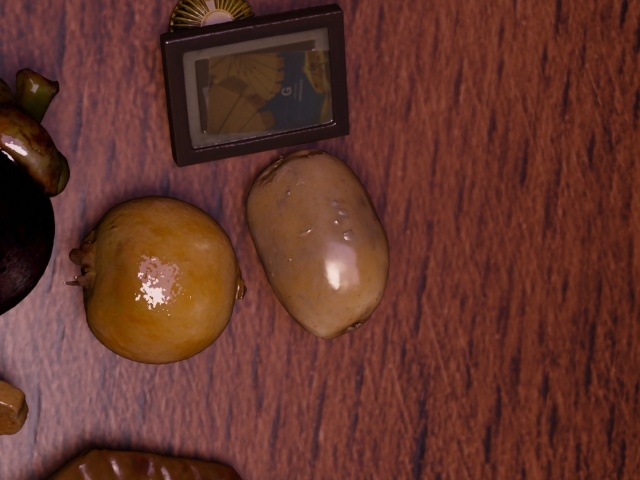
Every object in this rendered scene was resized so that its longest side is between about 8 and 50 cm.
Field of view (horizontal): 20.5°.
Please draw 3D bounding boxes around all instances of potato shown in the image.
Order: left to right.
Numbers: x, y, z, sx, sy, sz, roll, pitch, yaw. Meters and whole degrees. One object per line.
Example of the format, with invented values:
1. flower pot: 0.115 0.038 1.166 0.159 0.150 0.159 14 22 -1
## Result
1. potato: 0.000 0.000 1.633 0.109 0.118 0.178 -13 80 -48

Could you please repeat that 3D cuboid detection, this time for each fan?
1. fan: -0.110 -0.229 1.634 0.082 0.039 0.155 -21 96 -12

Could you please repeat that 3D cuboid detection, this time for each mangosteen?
1. mangosteen: -0.305 -0.050 1.512 0.211 0.211 0.250 46 70 -11

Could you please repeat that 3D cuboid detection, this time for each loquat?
1. loquat: -0.147 0.035 1.582 0.163 0.137 0.163 -3 107 -8

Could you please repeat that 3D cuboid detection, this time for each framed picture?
1. framed picture: -0.058 -0.142 1.630 0.168 0.023 0.128 -12 121 -14

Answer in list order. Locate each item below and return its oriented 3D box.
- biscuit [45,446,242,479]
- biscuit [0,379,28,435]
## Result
1. biscuit: -0.167 0.359 1.587 0.359 0.046 0.359 5 80 -28
2. biscuit: -0.363 0.115 1.527 0.225 0.166 0.036 32 45 -26
